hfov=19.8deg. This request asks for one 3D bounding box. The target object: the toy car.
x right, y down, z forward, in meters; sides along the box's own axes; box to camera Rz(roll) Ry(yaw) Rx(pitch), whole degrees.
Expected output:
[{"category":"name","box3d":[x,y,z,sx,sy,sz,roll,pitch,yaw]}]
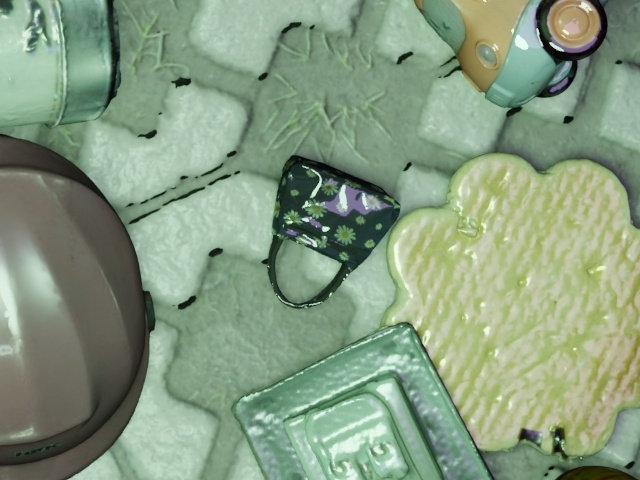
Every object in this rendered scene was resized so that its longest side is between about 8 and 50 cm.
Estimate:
[{"category":"toy car","box3d":[0.195,-0.272,1.735,0.212,0.180,0.270,34,82,2]}]

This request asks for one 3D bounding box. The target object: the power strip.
[{"category":"power strip","box3d":[0.042,0.208,1.721,0.198,0.064,0.213,-28,95,5]}]

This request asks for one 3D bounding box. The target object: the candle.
[{"category":"candle","box3d":[-0.340,-0.182,1.597,0.330,0.187,0.187,-7,90,-21]}]

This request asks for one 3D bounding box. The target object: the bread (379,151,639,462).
[{"category":"bread","box3d":[0.201,0.065,1.783,0.316,0.054,0.316,0,90,-9]}]

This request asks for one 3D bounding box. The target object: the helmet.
[{"category":"helmet","box3d":[-0.278,0.064,1.624,0.271,0.197,0.338,-12,90,-13]}]

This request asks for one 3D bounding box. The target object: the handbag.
[{"category":"handbag","box3d":[0.000,0.000,1.739,0.115,0.072,0.139,23,89,-11]}]

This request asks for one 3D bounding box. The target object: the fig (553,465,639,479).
[{"category":"fig","box3d":[0.315,0.278,1.779,0.236,0.124,0.124,1,88,-25]}]
